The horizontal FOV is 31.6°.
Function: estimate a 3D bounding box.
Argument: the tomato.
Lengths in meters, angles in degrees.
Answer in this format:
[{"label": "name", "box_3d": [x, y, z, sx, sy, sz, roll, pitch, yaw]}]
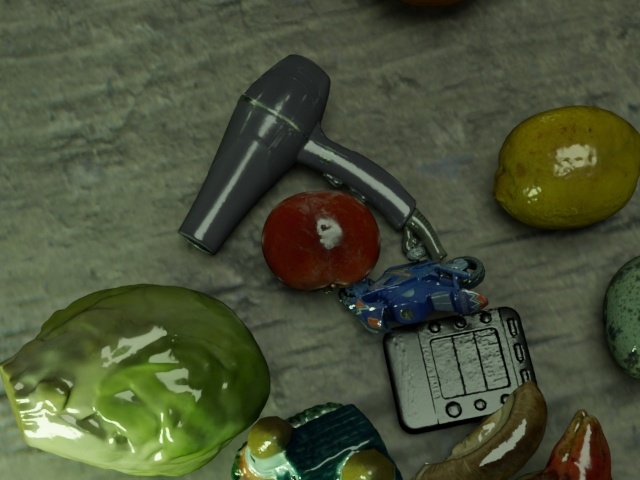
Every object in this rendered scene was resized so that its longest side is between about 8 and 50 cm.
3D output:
[{"label": "tomato", "box_3d": [0.000, 0.000, 1.482, 0.159, 0.091, 0.139, -6, 86, 1]}]

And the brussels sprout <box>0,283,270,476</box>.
[{"label": "brussels sprout", "box_3d": [-0.217, 0.175, 1.374, 0.316, 0.274, 0.243, -6, 92, 2]}]

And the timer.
[{"label": "timer", "box_3d": [0.185, 0.173, 1.499, 0.187, 0.055, 0.144, -10, 68, -1]}]

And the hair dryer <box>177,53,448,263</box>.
[{"label": "hair dryer", "box_3d": [0.012, -0.057, 1.564, 0.361, 0.121, 0.301, 31, 80, 4]}]

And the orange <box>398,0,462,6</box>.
[{"label": "orange", "box_3d": [0.161, -0.469, 1.649, 0.261, 0.261, 0.261, 0, 69, -1]}]

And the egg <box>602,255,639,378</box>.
[{"label": "egg", "box_3d": [0.438, 0.099, 1.490, 0.132, 0.132, 0.172, 18, 81, 5]}]

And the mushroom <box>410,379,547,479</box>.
[{"label": "mushroom", "box_3d": [0.210, 0.267, 1.417, 0.210, 0.094, 0.072, -41, 95, -1]}]

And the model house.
[{"label": "model house", "box_3d": [0.014, 0.298, 1.323, 0.184, 0.291, 0.253, -20, 71, -14]}]

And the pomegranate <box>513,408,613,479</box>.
[{"label": "pomegranate", "box_3d": [0.305, 0.326, 1.348, 0.214, 0.214, 0.248, 9, 92, 2]}]

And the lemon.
[{"label": "lemon", "box_3d": [0.337, -0.100, 1.548, 0.207, 0.170, 0.170, -6, 69, 3]}]

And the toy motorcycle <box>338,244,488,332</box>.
[{"label": "toy motorcycle", "box_3d": [0.120, 0.071, 1.501, 0.205, 0.076, 0.114, -11, 33, 13]}]
